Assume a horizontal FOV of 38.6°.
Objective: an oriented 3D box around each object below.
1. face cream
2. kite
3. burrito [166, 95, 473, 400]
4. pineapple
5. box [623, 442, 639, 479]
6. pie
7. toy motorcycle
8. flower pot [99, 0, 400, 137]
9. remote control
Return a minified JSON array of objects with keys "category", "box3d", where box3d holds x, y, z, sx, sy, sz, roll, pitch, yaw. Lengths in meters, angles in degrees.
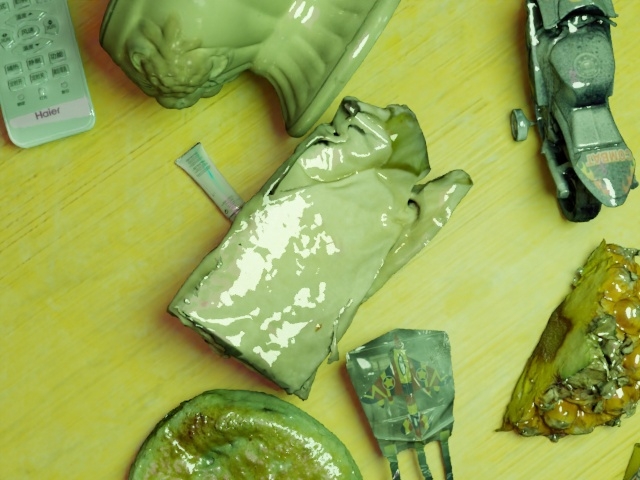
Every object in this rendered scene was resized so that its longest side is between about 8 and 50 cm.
[{"category":"face cream","box3d":[-0.122,-0.064,1.073,0.038,0.020,0.115,-40,82,-3]},{"category":"kite","box3d":[0.107,0.218,1.012,0.141,0.015,0.245,-9,86,-25]},{"category":"burrito","box3d":[0.002,0.002,1.004,0.190,0.135,0.332,40,81,-9]},{"category":"pineapple","box3d":[0.318,0.129,0.973,0.139,0.164,0.250,31,81,-3]},{"category":"box","box3d":[0.385,0.368,0.966,0.168,0.097,0.265,22,83,4]},{"category":"pie","box3d":[-0.086,0.302,1.002,0.277,0.078,0.277,0,86,5]},{"category":"toy motorcycle","box3d":[0.275,-0.173,1.004,0.108,0.173,0.307,-8,81,-1]},{"category":"flower pot","box3d":[-0.065,-0.256,0.974,0.244,0.307,0.307,32,84,-9]},{"category":"remote control","box3d":[-0.344,-0.253,1.090,0.103,0.051,0.293,-16,79,-1]}]
